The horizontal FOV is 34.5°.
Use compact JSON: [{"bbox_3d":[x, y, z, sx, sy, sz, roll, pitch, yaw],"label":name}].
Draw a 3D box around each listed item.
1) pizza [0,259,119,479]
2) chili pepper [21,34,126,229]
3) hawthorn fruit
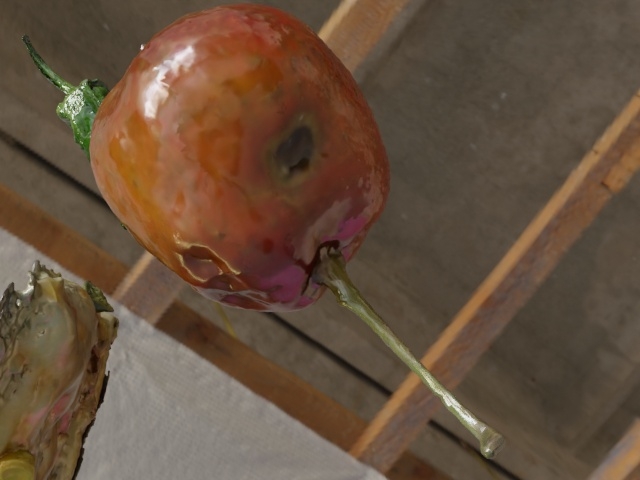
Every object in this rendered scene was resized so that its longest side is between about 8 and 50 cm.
[{"bbox_3d":[-0.272,0.187,1.019,0.080,0.392,0.435,16,-73,-5],"label":"pizza"},{"bbox_3d":[-0.175,-0.078,0.904,0.065,0.279,0.122,-51,-39,6],"label":"chili pepper"},{"bbox_3d":[0.000,0.000,0.557,0.165,0.165,0.285,-42,-101,1],"label":"hawthorn fruit"}]
